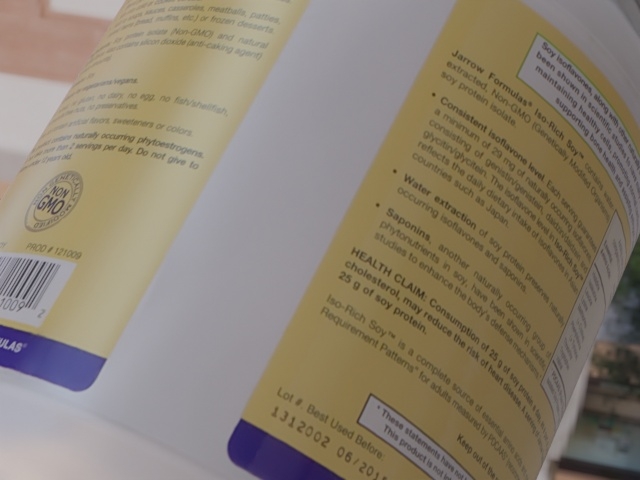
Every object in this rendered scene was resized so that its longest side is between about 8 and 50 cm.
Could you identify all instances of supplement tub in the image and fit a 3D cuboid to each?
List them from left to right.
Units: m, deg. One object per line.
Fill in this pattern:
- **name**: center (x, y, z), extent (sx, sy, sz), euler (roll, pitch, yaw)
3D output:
- **supplement tub**: center (0.000, 0.000, 0.614), extent (0.331, 0.241, 0.241), euler (-62, -18, -23)
